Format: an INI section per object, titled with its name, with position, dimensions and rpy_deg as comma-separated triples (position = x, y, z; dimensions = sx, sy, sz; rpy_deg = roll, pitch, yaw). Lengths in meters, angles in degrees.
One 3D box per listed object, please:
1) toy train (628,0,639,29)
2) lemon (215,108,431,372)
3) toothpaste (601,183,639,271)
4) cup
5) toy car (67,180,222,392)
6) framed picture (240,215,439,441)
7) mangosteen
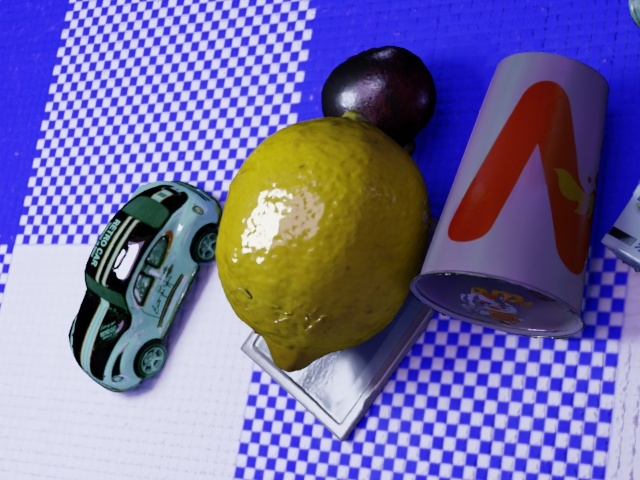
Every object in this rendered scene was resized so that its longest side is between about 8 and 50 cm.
[toy train]
position = 0.484, -0.328, 1.485
dimensions = 0.304, 0.150, 0.221
rpy_deg = -11, 59, 34
[lemon]
position = 0.000, 0.000, 1.610
dimensions = 0.245, 0.245, 0.319
rpy_deg = 19, 91, 38
[toothpaste]
position = 0.449, 0.054, 1.411
dimensions = 0.336, 0.067, 0.081
rpy_deg = 34, 91, 38
[cup]
position = 0.231, -0.055, 1.536
dimensions = 0.203, 0.203, 0.288
rpy_deg = 3, 68, 35
[toy car]
position = -0.255, 0.054, 1.861
dimensions = 0.136, 0.125, 0.305
rpy_deg = 27, 88, 38
[framed picture]
position = 0.043, 0.076, 1.713
dimensions = 0.213, 0.016, 0.289
rpy_deg = 39, 97, 37
[mangosteen]
position = 0.076, -0.168, 1.709
dimensions = 0.152, 0.152, 0.152
rpy_deg = -12, 67, 31
